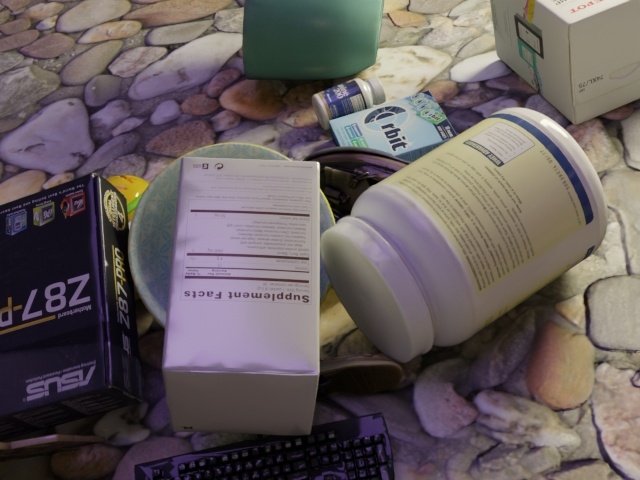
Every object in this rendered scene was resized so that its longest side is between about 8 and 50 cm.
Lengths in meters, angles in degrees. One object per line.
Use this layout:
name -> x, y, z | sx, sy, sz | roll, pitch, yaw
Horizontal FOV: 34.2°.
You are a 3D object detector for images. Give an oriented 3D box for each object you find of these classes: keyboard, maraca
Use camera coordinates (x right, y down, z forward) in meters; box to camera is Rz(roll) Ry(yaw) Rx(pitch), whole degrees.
keyboard -> -0.074, 0.259, 1.275 | 0.317, 0.033, 0.201 | -13, 53, 3
maraca -> -0.338, -0.043, 1.682 | 0.127, 0.099, 0.185 | -22, 18, 36

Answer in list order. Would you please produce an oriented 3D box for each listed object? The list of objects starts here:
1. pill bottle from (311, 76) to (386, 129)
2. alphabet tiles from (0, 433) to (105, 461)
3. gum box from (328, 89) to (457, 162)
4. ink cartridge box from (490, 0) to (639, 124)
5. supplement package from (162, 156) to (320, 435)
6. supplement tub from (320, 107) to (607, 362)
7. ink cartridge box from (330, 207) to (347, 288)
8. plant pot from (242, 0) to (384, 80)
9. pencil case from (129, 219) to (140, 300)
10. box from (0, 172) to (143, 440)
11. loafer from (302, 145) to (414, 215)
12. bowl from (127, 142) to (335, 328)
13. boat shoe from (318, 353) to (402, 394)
pill bottle -> 0.051, -0.245, 1.828 | 0.120, 0.067, 0.067 | -22, 40, -8
alphabet tiles -> -0.452, 0.267, 1.262 | 0.343, 0.285, 0.011 | -10, 78, 5
gum box -> 0.122, -0.174, 1.742 | 0.184, 0.041, 0.157 | -17, 39, -3
ink cartridge box -> 0.436, -0.365, 1.742 | 0.198, 0.197, 0.270 | -23, 40, -8
supplement package -> -0.090, 0.068, 1.262 | 0.175, 0.177, 0.293 | 2, 57, -3
supplement tub -> 0.187, -0.007, 1.374 | 0.325, 0.235, 0.235 | -31, 42, -19
ink cartridge box -> 0.000, 0.000, 1.575 | 0.097, 0.046, 0.207 | -38, 45, -23
plant pot -> -0.002, -0.426, 1.902 | 0.235, 0.293, 0.293 | 8, 43, 4
pencil case -> -0.329, 0.047, 1.571 | 0.273, 0.113, 0.124 | -22, 63, -10
box -> -0.446, 0.113, 1.426 | 0.395, 0.097, 0.318 | -16, 64, 13
loafer -> 0.096, -0.073, 1.588 | 0.303, 0.109, 0.095 | 8, 49, 22
bowl -> -0.123, 0.015, 1.486 | 0.290, 0.289, 0.156 | -20, -3, -5
boat shoe -> 0.032, 0.171, 1.360 | 0.153, 0.056, 0.048 | -13, 36, 18
